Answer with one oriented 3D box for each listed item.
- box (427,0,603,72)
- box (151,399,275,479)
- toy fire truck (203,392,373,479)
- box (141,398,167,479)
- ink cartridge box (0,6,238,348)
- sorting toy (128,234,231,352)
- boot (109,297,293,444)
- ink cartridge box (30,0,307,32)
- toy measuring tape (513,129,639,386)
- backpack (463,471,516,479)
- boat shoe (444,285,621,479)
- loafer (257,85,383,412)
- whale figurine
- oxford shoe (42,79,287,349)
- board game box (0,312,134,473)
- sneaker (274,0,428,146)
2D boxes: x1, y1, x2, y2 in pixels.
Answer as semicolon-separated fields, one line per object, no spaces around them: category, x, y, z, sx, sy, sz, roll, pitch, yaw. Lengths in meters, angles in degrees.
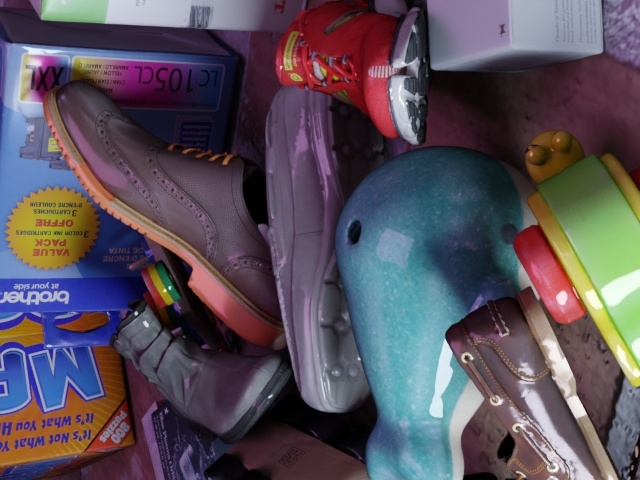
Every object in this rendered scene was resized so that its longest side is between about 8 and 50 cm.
box;0.139;-0.179;0.856;0.101;0.087;0.102;-2;92;60
box;-0.114;0.243;1.342;0.158;0.093;0.156;-44;56;52
toy fire truck;0.016;0.298;1.101;0.246;0.158;0.217;56;159;-21
box;-0.148;0.351;1.440;0.067;0.063;0.324;-53;49;50
ink cartridge box;-0.272;-0.063;1.400;0.151;0.270;0.396;-129;45;-52
sorting toy;-0.169;0.061;1.318;0.132;0.046;0.274;61;179;26
boot;-0.132;0.121;1.152;0.161;0.083;0.246;44;154;-7
ink cartridge box;-0.143;-0.320;1.147;0.115;0.272;0.198;51;135;48
toy measuring tape;0.207;0.051;0.729;0.121;0.121;0.330;-60;44;44
backpack;0.108;0.250;0.951;0.084;0.105;0.114;177;86;-82
boat shoe;0.153;0.130;0.805;0.207;0.073;0.073;62;-176;-14
loafer;0.000;0.000;1.092;0.111;0.112;0.320;-11;75;46
whale figurine;0.073;0.058;0.900;0.216;0.141;0.272;2;78;60
oxford shoe;-0.129;-0.057;1.206;0.363;0.130;0.133;42;112;4
board game box;-0.535;0.190;1.801;0.356;0.356;0.356;-33;65;57
sneaker;0.023;-0.141;0.952;0.279;0.118;0.107;-105;13;-73
